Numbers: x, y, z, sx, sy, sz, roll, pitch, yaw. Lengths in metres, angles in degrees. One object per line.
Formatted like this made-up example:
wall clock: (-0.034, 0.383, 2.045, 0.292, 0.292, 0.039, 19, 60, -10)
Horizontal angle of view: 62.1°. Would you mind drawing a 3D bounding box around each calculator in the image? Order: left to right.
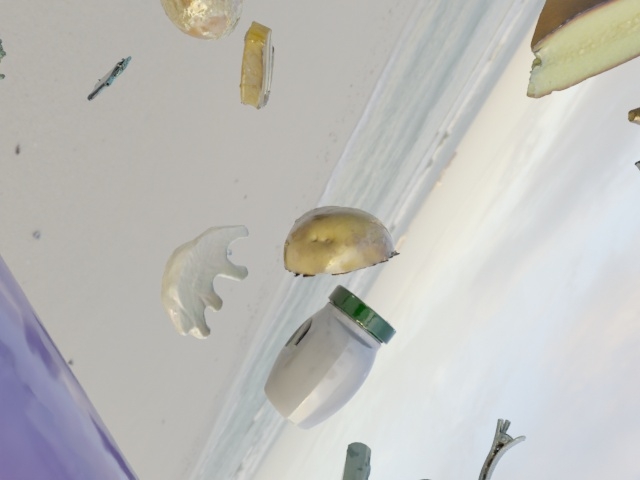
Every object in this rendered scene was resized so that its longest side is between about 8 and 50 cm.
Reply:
calculator: (-0.478, -0.371, 1.209, 0.141, 0.019, 0.094, -26, -141, 30)

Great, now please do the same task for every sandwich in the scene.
sandwich: (0.309, -0.242, 0.516, 0.258, 0.096, 0.094, -24, 145, 8)

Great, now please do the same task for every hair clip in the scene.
hair clip: (0.250, 0.312, 0.747, 0.039, 0.030, 0.115, 24, -89, 55)

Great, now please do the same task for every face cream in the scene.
face cream: (0.020, 0.320, 1.446, 0.357, 0.219, 0.312, -50, -173, -6)

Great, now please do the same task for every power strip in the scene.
power strip: (0.048, 0.434, 0.890, 0.137, 0.044, 0.216, -74, 175, -47)

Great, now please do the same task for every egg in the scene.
egg: (-0.292, -0.602, 1.282, 0.203, 0.245, 0.203, -30, 167, -8)

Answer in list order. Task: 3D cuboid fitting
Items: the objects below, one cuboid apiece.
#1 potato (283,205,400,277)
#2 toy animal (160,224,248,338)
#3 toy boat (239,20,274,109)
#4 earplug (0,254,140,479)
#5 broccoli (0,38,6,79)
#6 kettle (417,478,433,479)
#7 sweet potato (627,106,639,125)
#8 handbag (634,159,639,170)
potato: (0.000, 0.000, 0.920, 0.138, 0.243, 0.098, -30, 110, -50)
toy animal: (-0.354, 0.114, 1.524, 0.266, 0.188, 0.307, -7, 96, -49)
toy boat: (-0.184, -0.512, 1.577, 0.310, 0.089, 0.115, 105, 10, -56)
earplug: (-0.294, 0.087, 0.360, 0.215, 0.215, 0.455, -49, 129, -54)
broccoli: (-0.692, -0.287, 0.942, 0.304, 0.165, 0.145, -57, 180, 17)
kettle: (0.233, 0.598, 1.146, 0.127, 0.098, 0.148, -50, 141, -23)
sweet potato: (0.567, -0.174, 0.740, 0.077, 0.244, 0.077, -6, 90, -67)
handbag: (0.711, -0.076, 0.913, 0.211, 0.254, 0.088, -95, -161, -66)
